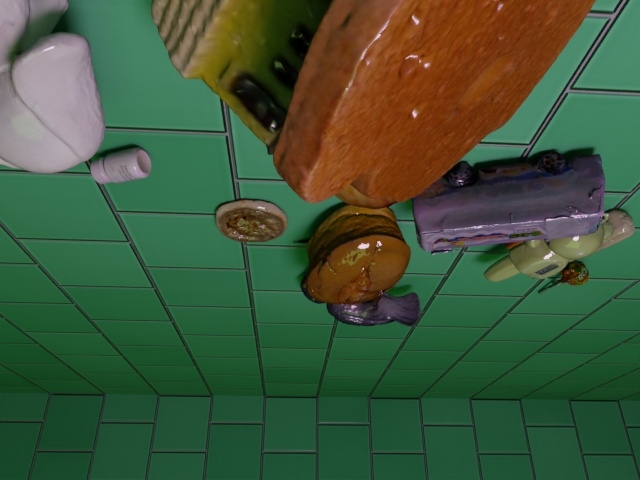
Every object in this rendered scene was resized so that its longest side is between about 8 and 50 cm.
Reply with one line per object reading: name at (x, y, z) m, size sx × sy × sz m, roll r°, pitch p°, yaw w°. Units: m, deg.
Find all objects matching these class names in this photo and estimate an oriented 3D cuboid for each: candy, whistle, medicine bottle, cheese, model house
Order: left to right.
medicine bottle at (-0.335, -0.124, 0.859) m, size 0.089 × 0.052 × 0.052 m, roll -9°, pitch 149°, yaw 15°
model house at (-0.059, -0.253, 0.546) m, size 0.234 × 0.174 × 0.193 m, roll 43°, pitch 140°, yaw -8°
whistle at (0.457, 0.014, 1.052) m, size 0.131 × 0.106 × 0.288 m, roll 15°, pitch 146°, yaw -29°
candy at (0.600, 0.105, 1.284) m, size 0.061 × 0.060 × 0.201 m, roll 4°, pitch 158°, yaw -6°
cheese at (0.553, 0.000, 1.069) m, size 0.043 × 0.064 × 0.194 m, roll 12°, pitch 148°, yaw -33°

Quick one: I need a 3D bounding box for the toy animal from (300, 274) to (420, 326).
toy animal at (0.100, 0.141, 1.265) m, size 0.299 × 0.122 × 0.185 m, roll 19°, pitch 141°, yaw -18°

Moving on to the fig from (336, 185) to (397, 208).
fig at (0.039, -0.163, 0.737) m, size 0.159 × 0.159 × 0.257 m, roll -20°, pitch 123°, yaw 31°

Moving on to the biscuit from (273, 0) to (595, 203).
biscuit at (0.144, -0.182, 0.520) m, size 0.350 × 0.078 × 0.455 m, roll -46°, pitch 162°, yaw 24°

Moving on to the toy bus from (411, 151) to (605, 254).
toy bus at (0.319, -0.063, 0.884) m, size 0.317 × 0.137 × 0.112 m, roll -6°, pitch 151°, yaw 15°

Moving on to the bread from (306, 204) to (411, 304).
bread at (0.071, 0.041, 1.047) m, size 0.196 × 0.142 × 0.269 m, roll 5°, pitch 144°, yaw -19°

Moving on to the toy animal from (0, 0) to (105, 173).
toy animal at (-0.369, -0.202, 0.599) m, size 0.249 × 0.174 × 0.289 m, roll -18°, pitch 145°, yaw 30°

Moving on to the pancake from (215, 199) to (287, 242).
pancake at (-0.141, -0.036, 1.043) m, size 0.152 × 0.025 × 0.151 m, roll -1°, pitch 151°, yaw -1°

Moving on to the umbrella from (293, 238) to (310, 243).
umbrella at (0.000, -0.001, 1.120) m, size 0.122 × 0.013 × 0.022 m, roll -3°, pitch 170°, yaw 2°
